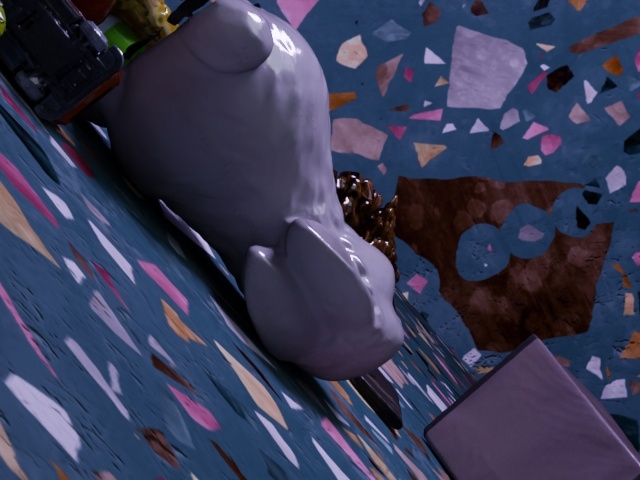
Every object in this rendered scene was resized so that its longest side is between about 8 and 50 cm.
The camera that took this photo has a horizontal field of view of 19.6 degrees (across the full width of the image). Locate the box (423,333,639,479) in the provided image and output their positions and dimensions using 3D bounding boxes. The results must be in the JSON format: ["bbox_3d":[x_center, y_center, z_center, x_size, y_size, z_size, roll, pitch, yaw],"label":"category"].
[{"bbox_3d":[0.268,0.269,2.080,0.153,0.188,0.252,47,3,-42],"label":"box"}]

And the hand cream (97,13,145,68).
[{"bbox_3d":[-0.303,-0.294,2.042,0.275,0.050,0.079,45,-22,6],"label":"hand cream"}]

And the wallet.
[{"bbox_3d":[0.058,0.157,1.980,0.082,0.018,0.156,50,5,-3],"label":"wallet"}]

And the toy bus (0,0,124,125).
[{"bbox_3d":[-0.227,-0.170,1.430,0.174,0.079,0.077,50,-5,9],"label":"toy bus"}]

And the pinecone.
[{"bbox_3d":[0.000,0.000,1.853,0.173,0.173,0.173,50,4,-4],"label":"pinecone"}]

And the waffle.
[{"bbox_3d":[-0.247,-0.293,2.086,0.245,0.052,0.254,36,-13,34],"label":"waffle"}]

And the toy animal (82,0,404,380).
[{"bbox_3d":[-0.042,-0.036,1.584,0.357,0.194,0.258,58,-7,-4],"label":"toy animal"}]

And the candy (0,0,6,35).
[{"bbox_3d":[-0.249,-0.149,1.331,0.123,0.035,0.035,-93,-172,-68],"label":"candy"}]

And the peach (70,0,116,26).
[{"bbox_3d":[-0.244,-0.244,1.508,0.279,0.068,0.189,-4,-66,54],"label":"peach"}]
